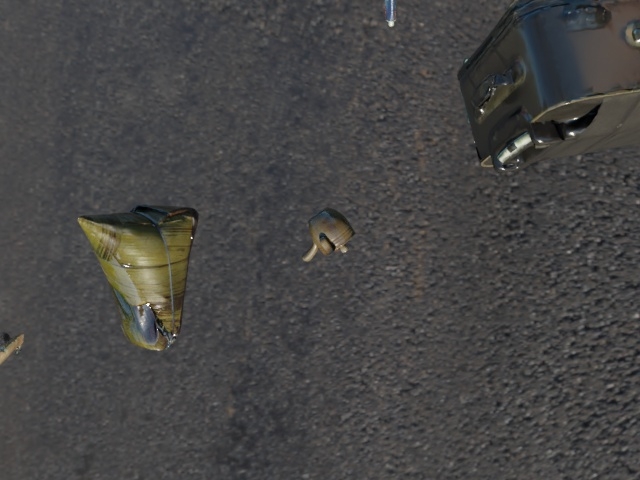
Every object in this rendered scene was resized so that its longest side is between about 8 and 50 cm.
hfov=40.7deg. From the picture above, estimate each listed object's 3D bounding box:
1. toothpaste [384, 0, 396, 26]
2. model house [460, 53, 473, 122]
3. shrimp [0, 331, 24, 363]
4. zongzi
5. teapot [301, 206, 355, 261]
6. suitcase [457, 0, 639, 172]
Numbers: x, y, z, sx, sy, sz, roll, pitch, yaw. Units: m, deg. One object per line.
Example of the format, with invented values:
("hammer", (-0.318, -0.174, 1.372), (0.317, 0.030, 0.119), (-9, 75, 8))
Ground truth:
("toothpaste", (0.121, -0.411, 1.500), (0.027, 0.019, 0.083), (-121, 17, -45))
("model house", (0.324, -0.277, 1.556), (0.120, 0.149, 0.148), (-13, 101, 21))
("shrimp", (-0.589, 0.232, 1.515), (0.046, 0.152, 0.219), (39, 124, -8))
("zongzi", (-0.359, 0.071, 1.591), (0.139, 0.300, 0.286), (11, 95, 24))
("teapot", (0.000, 0.000, 1.448), (0.110, 0.085, 0.080), (-31, 99, 34))
("suitcase", (0.395, -0.218, 1.071), (0.283, 0.434, 0.194), (129, 128, -74))
